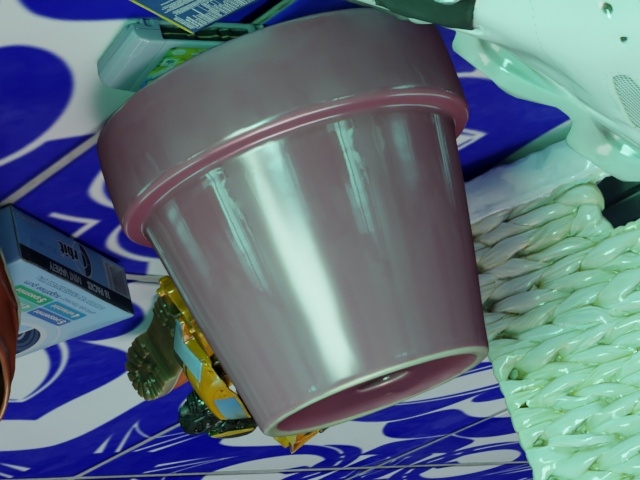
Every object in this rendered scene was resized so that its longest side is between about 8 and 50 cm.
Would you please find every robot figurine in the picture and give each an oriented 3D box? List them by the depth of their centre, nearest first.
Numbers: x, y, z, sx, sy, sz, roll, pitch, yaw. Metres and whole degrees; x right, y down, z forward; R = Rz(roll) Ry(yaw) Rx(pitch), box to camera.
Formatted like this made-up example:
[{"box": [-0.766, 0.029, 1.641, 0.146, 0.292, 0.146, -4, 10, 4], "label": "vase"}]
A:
[{"box": [-0.017, 0.063, 1.082, 0.211, 0.085, 0.291, -37, 156, -9], "label": "robot figurine"}]

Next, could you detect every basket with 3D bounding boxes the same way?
[{"box": [0.301, 0.061, 1.131, 0.328, 0.266, 0.331, -22, 161, 16], "label": "basket"}]

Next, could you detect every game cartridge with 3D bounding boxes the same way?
[{"box": [-0.070, -0.094, 0.796, 0.083, 0.017, 0.056, -2, 161, -32], "label": "game cartridge"}]

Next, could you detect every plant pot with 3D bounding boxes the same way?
[{"box": [0.000, 0.000, 0.828, 0.201, 0.180, 0.201, -18, 165, -5], "label": "plant pot"}]

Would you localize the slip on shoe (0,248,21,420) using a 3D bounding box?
[{"box": [-0.226, 0.011, 0.804, 0.123, 0.101, 0.331, -11, 148, -3], "label": "slip on shoe"}]

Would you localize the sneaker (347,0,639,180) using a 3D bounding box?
[{"box": [0.064, -0.121, 0.505, 0.330, 0.122, 0.146, 23, 169, -18], "label": "sneaker"}]

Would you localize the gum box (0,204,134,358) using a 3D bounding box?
[{"box": [-0.242, 0.045, 1.015, 0.184, 0.041, 0.157, -21, 159, 14], "label": "gum box"}]

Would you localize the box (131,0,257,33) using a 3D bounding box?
[{"box": [-0.082, -0.139, 0.595, 0.054, 0.059, 0.169, -25, 158, 22], "label": "box"}]

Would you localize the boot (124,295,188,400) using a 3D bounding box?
[{"box": [-0.087, 0.064, 1.181, 0.085, 0.059, 0.158, -20, 165, -35], "label": "boot"}]
